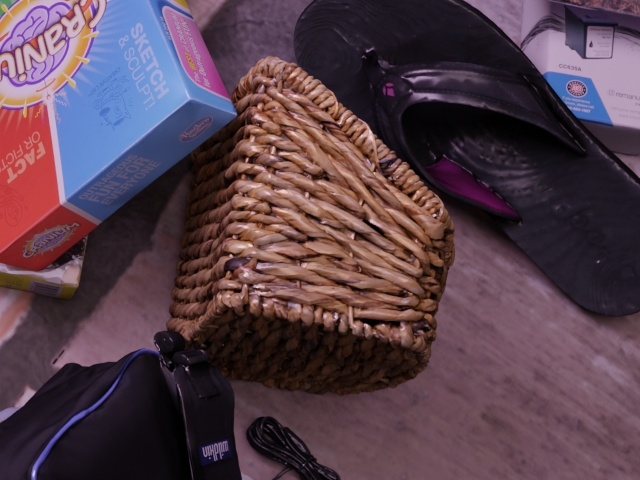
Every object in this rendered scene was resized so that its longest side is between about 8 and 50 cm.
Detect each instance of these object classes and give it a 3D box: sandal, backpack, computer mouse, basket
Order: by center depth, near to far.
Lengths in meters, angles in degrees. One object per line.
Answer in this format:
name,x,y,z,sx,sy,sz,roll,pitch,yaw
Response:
backpack,-0.187,0.250,1.278,0.276,0.213,0.263,-43,114,-55
basket,0.000,0.000,1.376,0.213,0.299,0.223,12,73,-13
computer mouse,-0.074,0.248,1.426,0.193,0.042,0.106,-42,90,-22
sandal,0.167,-0.091,1.514,0.446,0.107,0.167,37,111,-4

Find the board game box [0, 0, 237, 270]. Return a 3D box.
board game box,-0.228,-0.171,1.364,0.064,0.242,0.316,15,44,-55

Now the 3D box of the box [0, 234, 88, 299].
box,-0.243,-0.069,1.457,0.087,0.058,0.232,11,72,-12

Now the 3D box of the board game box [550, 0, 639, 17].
board game box,0.302,-0.364,1.584,0.232,0.141,0.291,9,45,-13

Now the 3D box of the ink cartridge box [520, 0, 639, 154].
ink cartridge box,0.281,-0.196,1.627,0.139,0.082,0.190,8,75,-13
